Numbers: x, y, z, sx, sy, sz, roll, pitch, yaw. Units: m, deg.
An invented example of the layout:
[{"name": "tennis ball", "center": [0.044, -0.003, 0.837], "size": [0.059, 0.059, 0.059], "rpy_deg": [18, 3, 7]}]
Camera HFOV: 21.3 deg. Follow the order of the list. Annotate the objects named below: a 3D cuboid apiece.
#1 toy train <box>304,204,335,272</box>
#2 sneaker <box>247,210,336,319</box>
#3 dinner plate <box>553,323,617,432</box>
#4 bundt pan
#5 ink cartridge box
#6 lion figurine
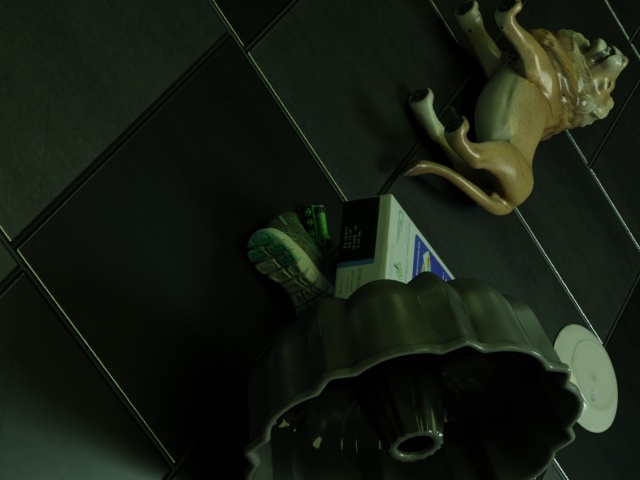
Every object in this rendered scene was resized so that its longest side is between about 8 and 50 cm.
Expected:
[{"name": "toy train", "center": [0.000, 0.000, 1.824], "size": [0.017, 0.023, 0.083], "rpy_deg": [9, 67, -48]}, {"name": "sneaker", "center": [-0.005, 0.037, 1.774], "size": [0.166, 0.065, 0.076], "rpy_deg": [55, 35, -21]}, {"name": "dinner plate", "center": [0.341, 0.173, 2.160], "size": [0.141, 0.017, 0.141], "rpy_deg": [23, 58, -42]}, {"name": "bundt pan", "center": [0.076, 0.147, 1.631], "size": [0.331, 0.331, 0.124], "rpy_deg": [25, 37, -41]}, {"name": "ink cartridge box", "center": [0.108, 0.103, 1.830], "size": [0.333, 0.065, 0.165], "rpy_deg": [49, 39, -49]}, {"name": "lion figurine", "center": [0.235, -0.145, 2.112], "size": [0.240, 0.142, 0.392], "rpy_deg": [53, 54, -31]}]
